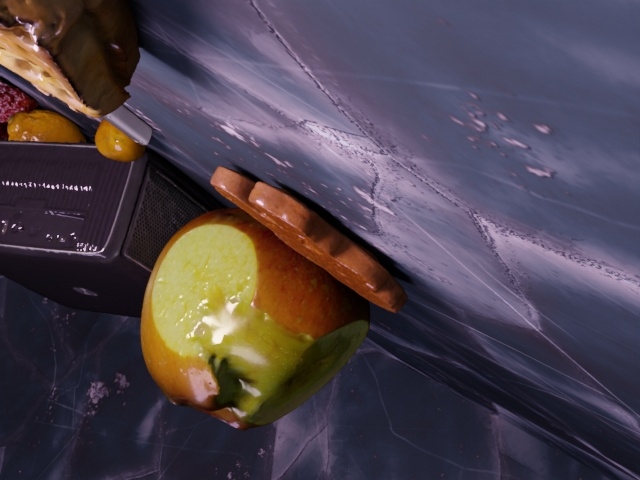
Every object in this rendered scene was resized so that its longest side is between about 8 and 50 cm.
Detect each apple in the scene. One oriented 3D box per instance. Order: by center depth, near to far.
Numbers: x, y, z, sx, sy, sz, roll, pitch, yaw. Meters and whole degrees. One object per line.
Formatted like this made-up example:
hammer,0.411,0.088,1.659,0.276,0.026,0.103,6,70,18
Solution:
apple,-0.119,0.134,1.713,0.374,0.374,0.384,34,173,-24

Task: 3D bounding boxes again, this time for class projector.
projector,-0.408,-0.017,1.965,0.395,0.242,0.405,6,161,27

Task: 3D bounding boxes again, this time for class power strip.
power strip,-0.326,-0.205,1.457,0.060,0.027,0.252,27,172,42

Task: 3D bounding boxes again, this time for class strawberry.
strawberry,-0.727,-0.314,2.148,0.286,0.106,0.188,30,175,7

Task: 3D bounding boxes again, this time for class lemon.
lemon,-0.553,-0.191,2.120,0.187,0.142,0.142,42,169,-28

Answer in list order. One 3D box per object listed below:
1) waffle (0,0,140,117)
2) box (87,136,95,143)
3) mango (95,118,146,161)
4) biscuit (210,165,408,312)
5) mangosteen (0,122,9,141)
waffle,-0.260,-0.206,0.855,0.224,0.098,0.327,33,175,-2
box,-0.399,-0.159,2.156,0.109,0.029,0.198,36,171,-35
mango,-0.309,-0.154,1.626,0.080,0.060,0.114,30,170,-14
biscuit,0.000,0.000,1.441,0.334,0.047,0.202,38,171,-35
mangosteen,-0.656,-0.150,2.339,0.306,0.306,0.359,32,-158,-12
